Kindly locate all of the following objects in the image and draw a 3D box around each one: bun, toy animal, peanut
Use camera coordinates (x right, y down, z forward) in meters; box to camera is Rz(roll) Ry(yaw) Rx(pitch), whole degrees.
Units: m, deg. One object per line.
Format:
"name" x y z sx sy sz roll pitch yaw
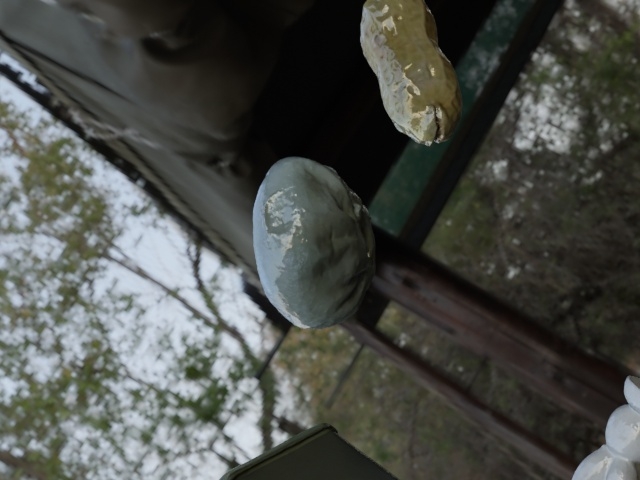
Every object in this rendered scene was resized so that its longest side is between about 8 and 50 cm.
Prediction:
"bun" -0.002 0.001 2.054 0.354 0.194 0.354 -7 -90 -72
"toy animal" 0.508 0.345 1.754 0.131 0.104 0.221 13 -74 -55
"peanut" 0.139 -0.275 1.664 0.130 0.290 0.130 -12 -30 -7

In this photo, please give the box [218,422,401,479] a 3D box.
"box" -0.013 0.376 1.471 0.274 0.178 0.138 -20 -50 -49
